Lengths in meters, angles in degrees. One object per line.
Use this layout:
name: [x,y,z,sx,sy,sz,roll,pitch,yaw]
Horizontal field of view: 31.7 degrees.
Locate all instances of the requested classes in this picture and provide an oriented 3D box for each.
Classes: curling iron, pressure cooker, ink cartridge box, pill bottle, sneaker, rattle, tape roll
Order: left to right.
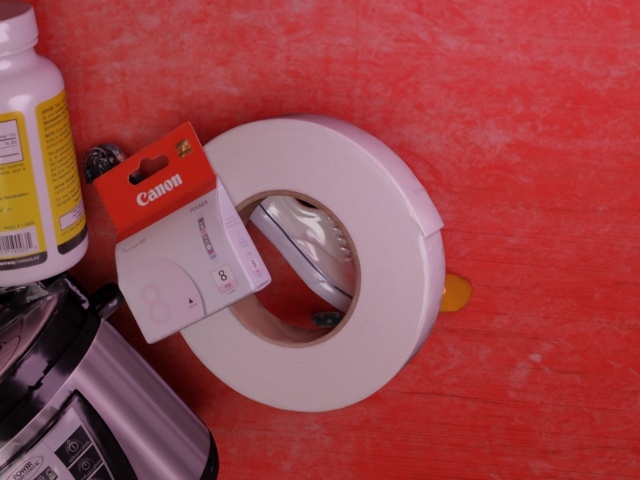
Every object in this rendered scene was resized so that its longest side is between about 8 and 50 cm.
pill bottle: [-0.410,-0.126,1.438,0.188,0.188,0.334,-3,114,1]
pressure cooker: [-0.395,0.263,1.522,0.375,0.370,0.420,-25,113,33]
curling iron: [-0.226,-0.033,1.569,0.068,0.035,0.274,-27,118,34]
ink cartridge box: [-0.195,-0.006,1.458,0.189,0.066,0.232,-27,94,28]
tape roll: [-0.029,0.030,1.459,0.392,0.072,0.392,6,105,24]
sneaker: [0.000,0.000,1.528,0.258,0.094,0.091,45,108,-3]
rattle: [0.096,0.103,1.634,0.130,0.143,0.199,51,125,13]
